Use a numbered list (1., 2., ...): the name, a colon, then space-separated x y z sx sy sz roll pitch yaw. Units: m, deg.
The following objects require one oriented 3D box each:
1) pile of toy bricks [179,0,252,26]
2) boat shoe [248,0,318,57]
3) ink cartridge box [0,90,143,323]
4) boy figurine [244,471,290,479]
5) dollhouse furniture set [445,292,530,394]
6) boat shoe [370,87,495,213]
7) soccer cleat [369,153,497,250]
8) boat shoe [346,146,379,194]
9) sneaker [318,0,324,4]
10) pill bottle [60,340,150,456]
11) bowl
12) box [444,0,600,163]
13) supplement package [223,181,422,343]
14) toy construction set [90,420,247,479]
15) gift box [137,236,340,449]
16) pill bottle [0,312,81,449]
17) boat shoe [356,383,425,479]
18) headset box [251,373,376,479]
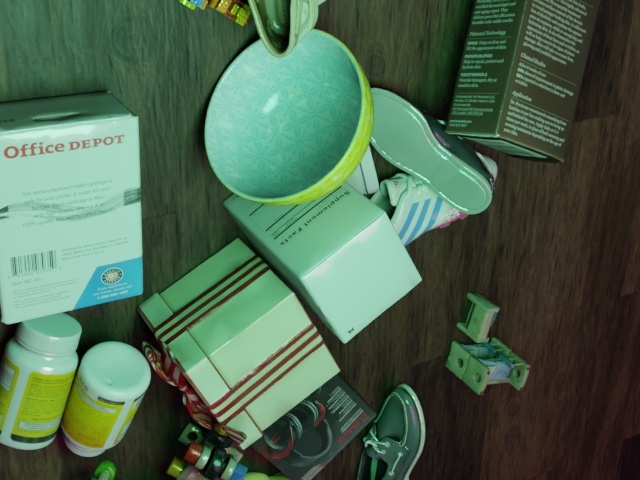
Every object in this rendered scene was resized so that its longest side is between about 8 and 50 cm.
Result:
1. pile of toy bricks: -0.160 -0.394 1.480 0.212 0.105 0.118 23 102 -39
2. boat shoe: -0.072 -0.407 1.425 0.098 0.109 0.302 -65 153 -44
3. ink cartridge box: -0.396 -0.054 1.506 0.223 0.129 0.307 -12 121 -27
4. boy figurine: -0.158 0.531 2.011 0.285 0.092 0.177 -3 139 -27
5. dollhouse furniture set: 0.380 0.222 2.166 0.129 0.129 0.183 -1 116 -33
6. boat shoe: 0.192 -0.170 1.802 0.302 0.091 0.114 45 123 -10
7. soccer cleat: 0.193 -0.084 1.878 0.331 0.116 0.143 -35 130 -11
8. boat shoe: 0.031 -0.190 1.736 0.088 0.096 0.267 -18 127 1
9. sneaker: -0.001 -0.504 1.525 0.131 0.148 0.350 -14 149 -53
10. pill bottle: -0.371 0.276 1.691 0.117 0.117 0.215 -1 138 -33
11. bowl: -0.025 -0.177 1.598 0.289 0.289 0.156 -55 147 5
12. box: 0.364 -0.346 1.757 0.191 0.143 0.381 14 90 -38
13. supplement package: 0.000 0.000 1.685 0.175 0.293 0.177 -39 131 -8
14. toy construction set: -0.273 0.448 1.842 0.309 0.237 0.257 5 104 -5
15. gift box: -0.149 0.185 1.715 0.258 0.276 0.255 -36 124 -9
16. pill bottle: -0.465 0.224 1.626 0.119 0.119 0.208 8 111 -36
17. boat shoe: 0.143 0.453 2.155 0.099 0.116 0.319 -12 127 -32
18. headset box: -0.042 0.338 1.971 0.218 0.110 0.293 -44 130 -5
